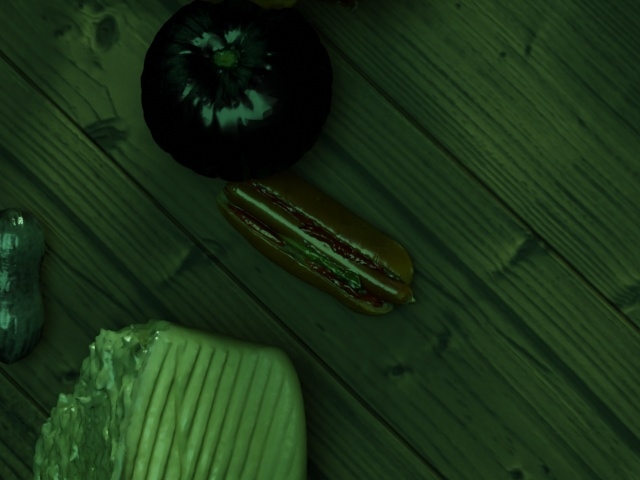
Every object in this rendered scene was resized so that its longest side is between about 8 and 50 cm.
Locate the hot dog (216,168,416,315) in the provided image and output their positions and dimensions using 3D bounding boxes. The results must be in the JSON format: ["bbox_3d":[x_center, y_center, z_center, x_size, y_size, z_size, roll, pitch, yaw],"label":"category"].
[{"bbox_3d":[0.000,0.000,1.672,0.236,0.062,0.092,31,92,7],"label":"hot dog"}]

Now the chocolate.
[{"bbox_3d":[-0.327,0.048,1.722,0.072,0.072,0.167,2,88,9],"label":"chocolate"}]

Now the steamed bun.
[{"bbox_3d":[-0.165,0.221,1.629,0.272,0.274,0.290,6,88,52],"label":"steamed bun"}]

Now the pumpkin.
[{"bbox_3d":[-0.085,-0.154,1.641,0.202,0.140,0.202,-2,66,5],"label":"pumpkin"}]

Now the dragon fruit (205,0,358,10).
[{"bbox_3d":[-0.049,-0.329,1.532,0.314,0.296,0.263,14,48,35],"label":"dragon fruit"}]
